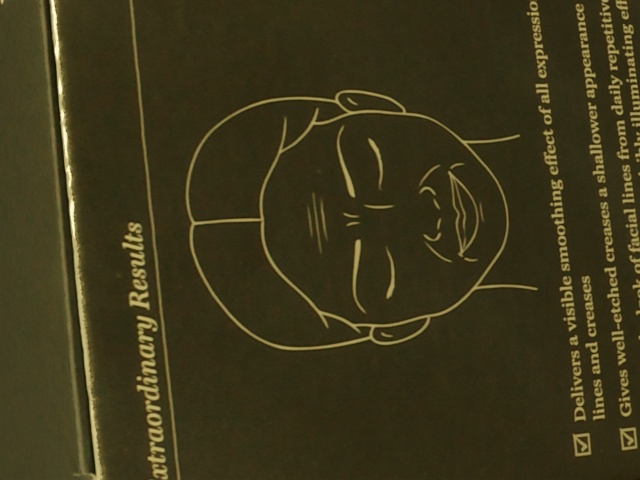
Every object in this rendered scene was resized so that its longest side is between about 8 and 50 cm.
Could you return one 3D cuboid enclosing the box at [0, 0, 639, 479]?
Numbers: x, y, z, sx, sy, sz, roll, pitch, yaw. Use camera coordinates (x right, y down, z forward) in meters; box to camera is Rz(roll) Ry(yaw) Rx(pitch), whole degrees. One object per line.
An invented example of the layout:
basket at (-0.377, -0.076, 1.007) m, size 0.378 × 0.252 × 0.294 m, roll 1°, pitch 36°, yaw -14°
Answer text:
box at (0.000, 0.000, 0.990) m, size 0.395 × 0.293 × 0.212 m, roll -2°, pitch -7°, yaw -34°
